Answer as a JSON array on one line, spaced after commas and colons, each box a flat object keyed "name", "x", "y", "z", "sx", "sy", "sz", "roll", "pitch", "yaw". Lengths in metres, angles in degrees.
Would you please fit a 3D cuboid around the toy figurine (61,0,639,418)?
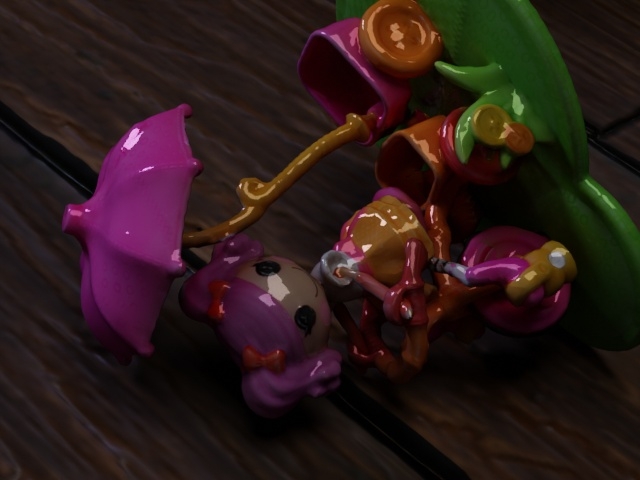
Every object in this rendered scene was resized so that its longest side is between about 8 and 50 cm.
[{"name": "toy figurine", "x": 0.000, "y": 0.000, "z": 0.553, "sx": 0.159, "sy": 0.130, "sz": 0.173, "roll": -30, "pitch": 77, "yaw": -25}]
